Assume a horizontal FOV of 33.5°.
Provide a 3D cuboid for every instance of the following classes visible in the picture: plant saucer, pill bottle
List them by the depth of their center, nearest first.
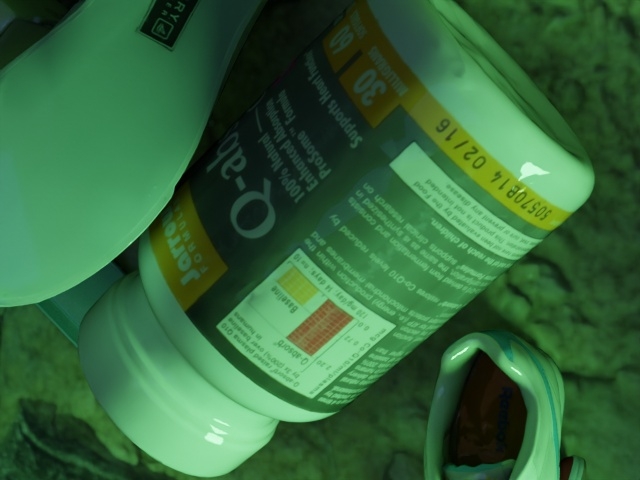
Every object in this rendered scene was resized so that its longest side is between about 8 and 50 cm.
[{"bbox_3d":[0.000,0.000,0.597,0.278,0.162,0.162,-43,86,19],"label":"pill bottle"},{"bbox_3d":[-0.178,0.016,0.732,0.192,0.018,0.067,45,109,6],"label":"plant saucer"}]

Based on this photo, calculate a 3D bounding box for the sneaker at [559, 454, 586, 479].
[{"bbox_3d":[0.113,0.173,0.656,0.067,0.042,0.118,26,109,8],"label":"sneaker"}]

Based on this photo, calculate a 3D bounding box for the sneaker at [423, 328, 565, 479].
[{"bbox_3d":[0.093,0.163,0.591,0.087,0.092,0.229,-9,71,24],"label":"sneaker"}]

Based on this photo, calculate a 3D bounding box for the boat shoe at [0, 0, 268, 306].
[{"bbox_3d":[-0.105,-0.099,0.591,0.113,0.105,0.306,27,81,-7],"label":"boat shoe"}]

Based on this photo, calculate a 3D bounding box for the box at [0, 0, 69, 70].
[{"bbox_3d":[-0.270,-0.158,0.650,0.232,0.148,0.127,44,98,5],"label":"box"}]
